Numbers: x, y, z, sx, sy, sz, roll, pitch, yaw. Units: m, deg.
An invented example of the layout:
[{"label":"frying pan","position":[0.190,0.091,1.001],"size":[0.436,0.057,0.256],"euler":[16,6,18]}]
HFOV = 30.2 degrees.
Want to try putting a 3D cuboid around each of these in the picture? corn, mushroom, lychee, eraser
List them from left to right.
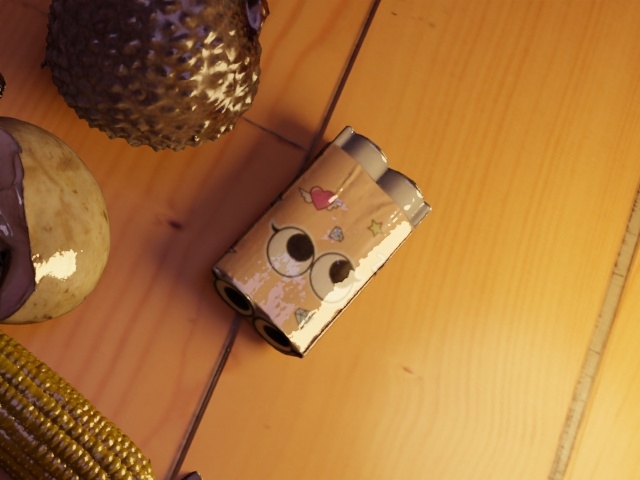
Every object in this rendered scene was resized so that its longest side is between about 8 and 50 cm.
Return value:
[{"label":"mushroom","position":[-0.356,-0.017,1.436],"size":[0.189,0.195,0.253],"euler":[6,65,-54]},{"label":"corn","position":[-0.346,0.211,1.396],"size":[0.344,0.131,0.131],"euler":[42,66,-6]},{"label":"lychee","position":[-0.201,-0.260,1.498],"size":[0.300,0.300,0.299],"euler":[5,75,-20]},{"label":"eraser","position":[0.000,0.000,1.603],"size":[0.171,0.087,0.290],"euler":[46,66,-7]}]

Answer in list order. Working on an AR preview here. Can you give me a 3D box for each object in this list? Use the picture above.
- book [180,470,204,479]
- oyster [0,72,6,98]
[{"label":"book","position":[-0.204,0.412,1.456],"size":[0.231,0.026,0.157],"euler":[-33,90,-24]},{"label":"oyster","position":[-0.436,-0.189,1.517],"size":[0.054,0.019,0.083],"euler":[27,69,-14]}]
